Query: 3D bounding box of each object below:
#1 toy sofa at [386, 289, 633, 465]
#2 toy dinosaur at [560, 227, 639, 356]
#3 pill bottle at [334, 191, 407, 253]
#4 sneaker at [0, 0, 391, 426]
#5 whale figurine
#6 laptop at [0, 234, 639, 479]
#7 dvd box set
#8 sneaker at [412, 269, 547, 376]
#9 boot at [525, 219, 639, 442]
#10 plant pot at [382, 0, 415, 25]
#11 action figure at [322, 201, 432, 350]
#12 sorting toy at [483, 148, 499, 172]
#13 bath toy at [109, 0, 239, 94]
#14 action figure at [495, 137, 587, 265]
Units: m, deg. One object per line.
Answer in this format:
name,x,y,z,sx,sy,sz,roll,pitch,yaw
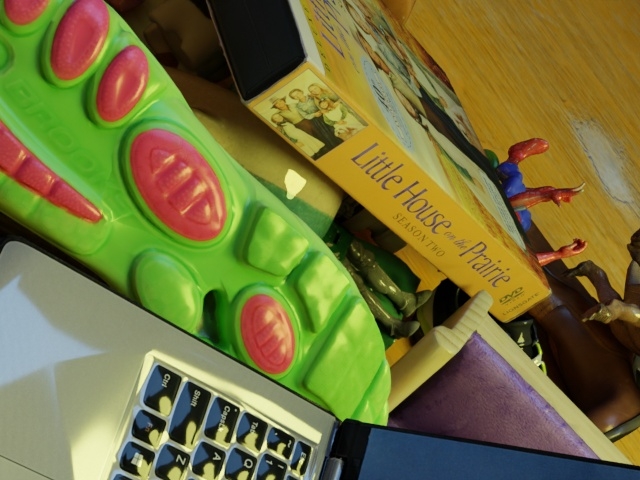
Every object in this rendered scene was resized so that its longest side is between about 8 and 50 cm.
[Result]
toy sofa,0.181,0.234,1.008,0.362,0.150,0.177,46,33,3
toy dinosaur,0.365,0.097,1.285,0.200,0.127,0.296,51,8,-9
pill bottle,0.033,-0.069,1.199,0.169,0.094,0.094,46,33,-11
sneaker,-0.111,0.007,0.847,0.483,0.185,0.202,59,-11,-22
whale figurine,-0.119,-0.062,0.984,0.272,0.141,0.216,26,1,-6
laptop,-0.014,0.230,0.615,0.408,0.236,0.382,33,59,-27
dvd box set,0.039,-0.134,1.049,0.420,0.062,0.308,38,25,-48
sneaker,0.171,0.119,1.146,0.084,0.097,0.235,-11,51,-46
boot,0.251,0.079,1.333,0.280,0.096,0.264,53,33,1
plant pot,-0.002,-0.323,1.257,0.290,0.291,0.204,25,59,-37
action figure,0.000,0.000,1.128,0.232,0.063,0.137,41,37,-12
sorting toy,0.157,-0.094,1.411,0.042,0.061,0.102,18,24,-42
bath toy,-0.142,-0.255,1.122,0.129,0.151,0.348,-42,92,-16
action figure,0.231,-0.033,1.280,0.280,0.139,0.092,-46,124,-57
